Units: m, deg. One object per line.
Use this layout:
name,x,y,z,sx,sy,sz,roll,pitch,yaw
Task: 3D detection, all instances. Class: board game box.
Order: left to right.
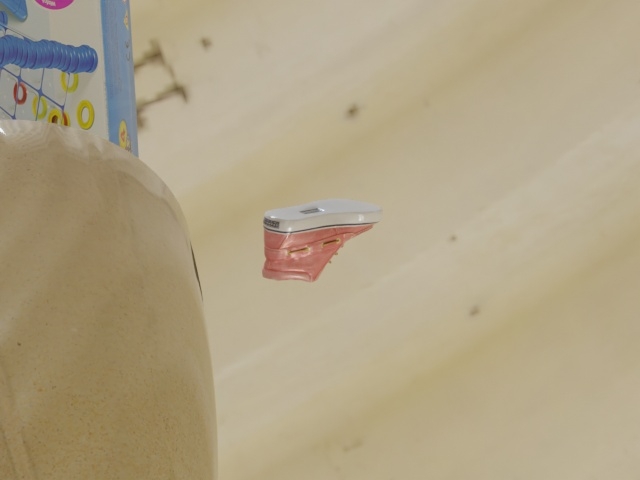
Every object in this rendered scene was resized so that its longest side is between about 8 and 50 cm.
board game box,-0.297,-0.099,1.236,0.086,0.302,0.308,-62,151,-73

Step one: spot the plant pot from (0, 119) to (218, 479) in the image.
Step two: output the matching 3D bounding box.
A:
plant pot,-0.159,0.117,0.870,0.274,0.256,0.256,-116,-162,-46

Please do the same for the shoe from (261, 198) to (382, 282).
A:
shoe,0.000,0.000,1.927,0.063,0.178,0.081,22,-67,43
